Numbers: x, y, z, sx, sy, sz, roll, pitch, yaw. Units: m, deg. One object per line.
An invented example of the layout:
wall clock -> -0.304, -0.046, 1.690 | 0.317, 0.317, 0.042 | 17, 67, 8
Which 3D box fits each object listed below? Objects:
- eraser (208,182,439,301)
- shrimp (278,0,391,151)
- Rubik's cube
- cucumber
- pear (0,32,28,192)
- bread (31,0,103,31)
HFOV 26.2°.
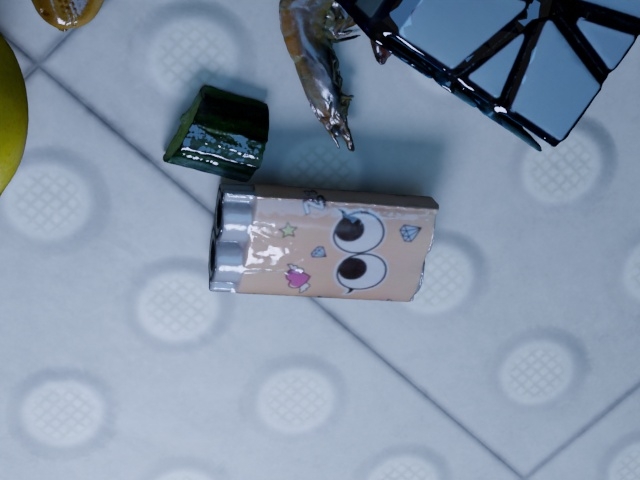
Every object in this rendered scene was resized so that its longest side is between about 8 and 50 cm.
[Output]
eraser -> 0.000, 0.000, 1.861 | 0.290, 0.087, 0.171 | 4, 126, -11
shrimp -> 0.031, -0.236, 1.768 | 0.143, 0.052, 0.251 | -16, 118, -4
Rubik's cube -> 0.208, -0.315, 1.614 | 0.288, 0.283, 0.293 | 29, 101, -23
cucumber -> -0.133, -0.133, 1.792 | 0.115, 0.062, 0.116 | 14, 116, -20
pear -> -0.482, -0.132, 1.617 | 0.285, 0.285, 0.336 | -9, 120, -4
bread -> -0.300, -0.348, 1.643 | 0.114, 0.077, 0.189 | -2, 119, -31
